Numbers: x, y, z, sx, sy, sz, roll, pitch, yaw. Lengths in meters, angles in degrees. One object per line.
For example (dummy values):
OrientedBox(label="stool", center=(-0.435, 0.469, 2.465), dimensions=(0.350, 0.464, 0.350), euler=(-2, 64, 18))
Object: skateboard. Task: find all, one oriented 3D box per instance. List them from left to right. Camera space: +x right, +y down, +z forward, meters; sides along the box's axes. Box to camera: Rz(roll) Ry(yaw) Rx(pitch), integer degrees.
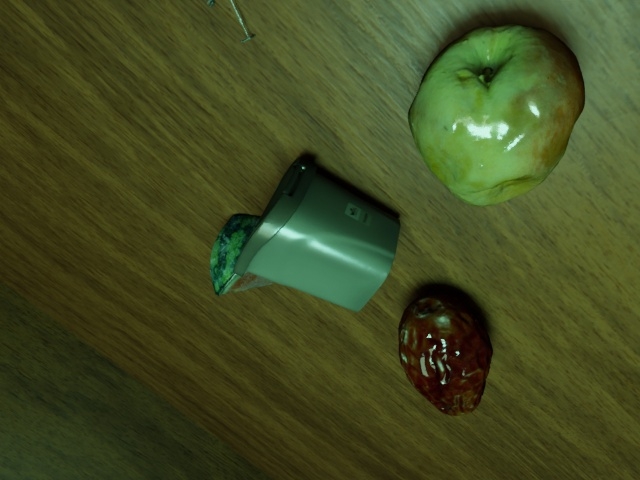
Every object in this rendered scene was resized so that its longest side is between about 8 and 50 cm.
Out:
OrientedBox(label="skateboard", center=(-0.147, -0.364, 0.672), dimensions=(0.063, 0.032, 0.083), euler=(-3, 124, 42))

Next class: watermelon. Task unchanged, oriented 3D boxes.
OrientedBox(label="watermelon", center=(-0.147, 0.058, 0.950), dimensions=(0.202, 0.207, 0.136), euler=(39, 163, -30))

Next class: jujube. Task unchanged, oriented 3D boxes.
OrientedBox(label="jujube", center=(0.265, 0.245, 0.868), dimensions=(0.197, 0.197, 0.290), euler=(-5, 124, 30))

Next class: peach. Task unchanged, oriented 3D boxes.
OrientedBox(label="peach", center=(0.224, -0.154, 0.557), dimensions=(0.214, 0.214, 0.236), euler=(9, 148, 20))

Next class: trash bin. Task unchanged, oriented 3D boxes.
OrientedBox(label="trash bin", center=(0.000, 0.000, 0.789), dimensions=(0.250, 0.220, 0.219), euler=(26, 137, -5))
